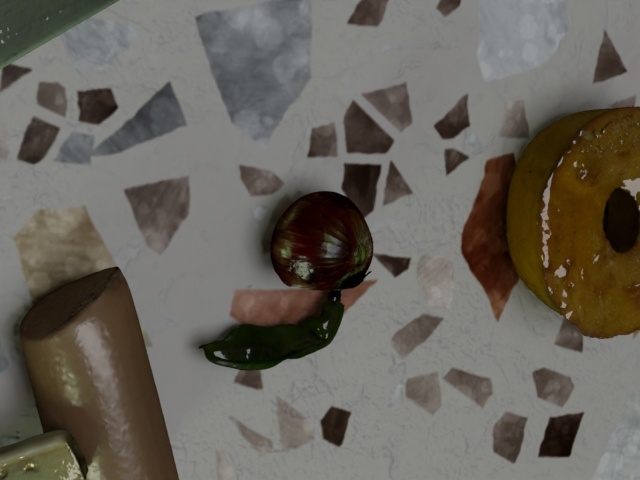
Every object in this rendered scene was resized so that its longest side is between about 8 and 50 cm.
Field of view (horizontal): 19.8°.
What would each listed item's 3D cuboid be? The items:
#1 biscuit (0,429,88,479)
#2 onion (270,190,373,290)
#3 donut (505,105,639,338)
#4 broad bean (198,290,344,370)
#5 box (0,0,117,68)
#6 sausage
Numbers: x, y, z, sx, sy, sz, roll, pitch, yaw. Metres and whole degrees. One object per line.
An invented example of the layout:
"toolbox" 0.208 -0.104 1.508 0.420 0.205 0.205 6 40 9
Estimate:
"biscuit" -0.321 0.233 1.778 0.188 0.052 0.056 -17 101 3
"onion" 0.000 0.000 1.970 0.117 0.119 0.118 -26 119 -64
"donut" 0.332 -0.029 2.187 0.278 0.108 0.277 -8 104 -33
"broad bean" -0.046 0.107 1.995 0.195 0.046 0.061 -24 102 -34
"box" -0.324 -0.342 1.624 0.352 0.177 0.343 -35 119 -25
"sausage" -0.223 0.162 1.839 0.123 0.123 0.253 -23 110 -29
